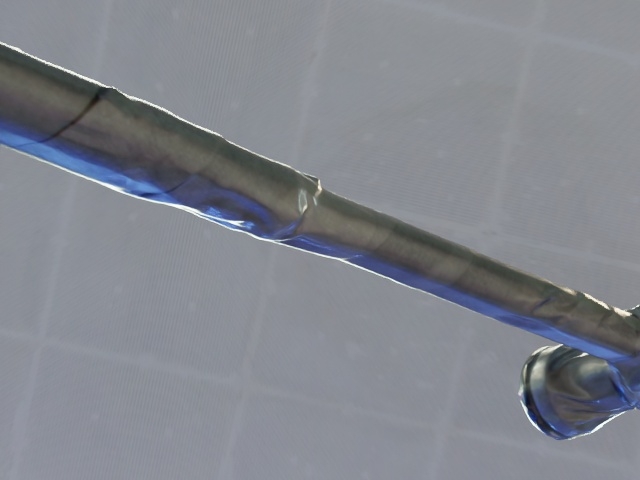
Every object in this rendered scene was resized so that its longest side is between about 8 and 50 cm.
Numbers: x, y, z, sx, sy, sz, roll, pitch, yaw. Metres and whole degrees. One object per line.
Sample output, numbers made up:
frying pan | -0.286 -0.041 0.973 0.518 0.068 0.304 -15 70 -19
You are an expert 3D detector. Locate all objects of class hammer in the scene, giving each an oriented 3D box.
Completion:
hammer | 0.000 -0.001 0.534 0.427 0.152 0.044 19 -117 -30
